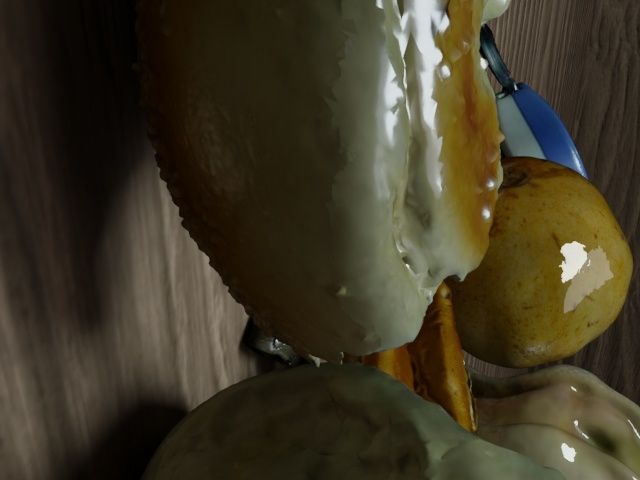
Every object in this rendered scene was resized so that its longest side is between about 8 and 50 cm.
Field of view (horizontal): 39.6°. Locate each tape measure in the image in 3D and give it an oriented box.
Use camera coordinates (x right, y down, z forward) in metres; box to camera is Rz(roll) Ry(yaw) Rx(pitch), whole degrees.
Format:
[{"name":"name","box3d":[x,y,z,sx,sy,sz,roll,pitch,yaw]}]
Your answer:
[{"name":"tape measure","box3d":[0.288,-0.136,1.205,0.215,0.097,0.351,68,7,24]}]

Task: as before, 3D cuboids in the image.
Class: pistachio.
[{"name":"pistachio","box3d":[0.212,0.298,1.031,0.281,0.365,0.445,-39,180,-38]}]

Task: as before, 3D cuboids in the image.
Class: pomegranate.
[{"name":"pomegranate","box3d":[0.249,0.034,1.083,0.264,0.264,0.264,14,90,-72]}]

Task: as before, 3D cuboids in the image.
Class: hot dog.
[{"name":"hot dog","box3d":[0.065,0.102,0.679,0.269,0.115,0.072,-83,-171,-59]}]

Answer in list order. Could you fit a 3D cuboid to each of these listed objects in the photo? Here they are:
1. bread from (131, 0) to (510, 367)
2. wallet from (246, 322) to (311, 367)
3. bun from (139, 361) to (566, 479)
[{"name":"bread","box3d":[0.004,-0.114,0.395,0.192,0.171,0.314,46,54,-59]},{"name":"wallet","box3d":[0.000,0.000,0.686,0.110,0.031,0.198,52,54,-68]},{"name":"bun","box3d":[0.031,0.245,0.467,0.202,0.364,0.364,-44,147,-29]}]
